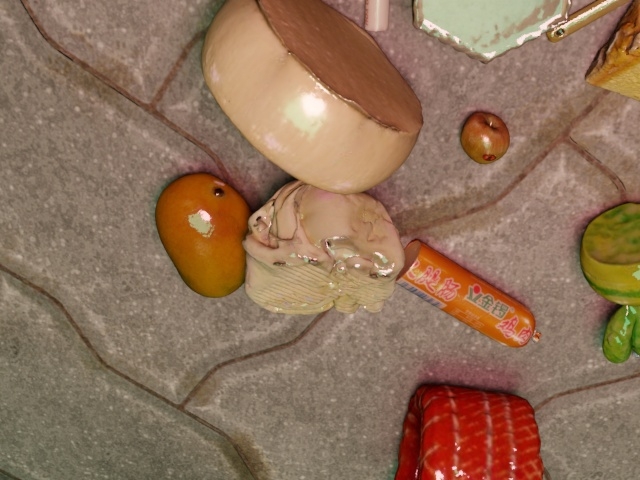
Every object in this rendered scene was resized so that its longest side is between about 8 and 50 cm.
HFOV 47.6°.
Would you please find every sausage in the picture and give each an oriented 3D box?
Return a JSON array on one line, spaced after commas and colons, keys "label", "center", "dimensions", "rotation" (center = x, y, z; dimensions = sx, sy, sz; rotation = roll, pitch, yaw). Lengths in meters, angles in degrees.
[{"label": "sausage", "center": [0.283, 0.113, 1.347], "dimensions": [0.312, 0.093, 0.093], "rotation": [31, 119, -11]}]

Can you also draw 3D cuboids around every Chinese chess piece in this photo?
[{"label": "Chinese chess piece", "center": [-0.006, -0.223, 1.038], "dimensions": [0.338, 0.338, 0.140], "rotation": [38, 119, -15]}]

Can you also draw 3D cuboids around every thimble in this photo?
[{"label": "thimble", "center": [0.276, 0.461, 1.419], "dimensions": [0.230, 0.350, 0.350], "rotation": [9, 121, 1]}]

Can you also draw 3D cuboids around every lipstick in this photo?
[{"label": "lipstick", "center": [0.088, -0.387, 1.102], "dimensions": [0.038, 0.038, 0.131], "rotation": [3, 121, 5]}]

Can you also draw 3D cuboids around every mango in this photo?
[{"label": "mango", "center": [-0.196, -0.005, 1.312], "dimensions": [0.175, 0.139, 0.254], "rotation": [0, 130, 23]}]

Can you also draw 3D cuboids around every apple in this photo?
[{"label": "apple", "center": [0.268, -0.166, 1.189], "dimensions": [0.084, 0.084, 0.071], "rotation": [22, 138, -6]}]

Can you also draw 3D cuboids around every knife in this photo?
[{"label": "knife", "center": [0.470, -0.386, 1.069], "dimensions": [0.297, 0.017, 0.047], "rotation": [-27, 108, 21]}]

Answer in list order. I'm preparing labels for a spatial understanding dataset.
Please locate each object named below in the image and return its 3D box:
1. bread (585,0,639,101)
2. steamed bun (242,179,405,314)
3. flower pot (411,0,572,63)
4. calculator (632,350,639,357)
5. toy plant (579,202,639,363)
[{"label": "bread", "center": [0.498, -0.279, 1.105], "dimensions": [0.147, 0.127, 0.152], "rotation": [21, 154, -8]}, {"label": "steamed bun", "center": [0.000, 0.000, 1.262], "dimensions": [0.268, 0.207, 0.280], "rotation": [4, 152, -5]}, {"label": "flower pot", "center": [0.231, -0.382, 1.000], "dimensions": [0.239, 0.190, 0.209], "rotation": [-25, 115, 20]}, {"label": "calculator", "center": [0.683, 0.186, 1.384], "dimensions": [0.172, 0.018, 0.057], "rotation": [-14, 116, 15]}, {"label": "toy plant", "center": [0.575, 0.099, 1.265], "dimensions": [0.224, 0.184, 0.316], "rotation": [-34, 123, 1]}]
